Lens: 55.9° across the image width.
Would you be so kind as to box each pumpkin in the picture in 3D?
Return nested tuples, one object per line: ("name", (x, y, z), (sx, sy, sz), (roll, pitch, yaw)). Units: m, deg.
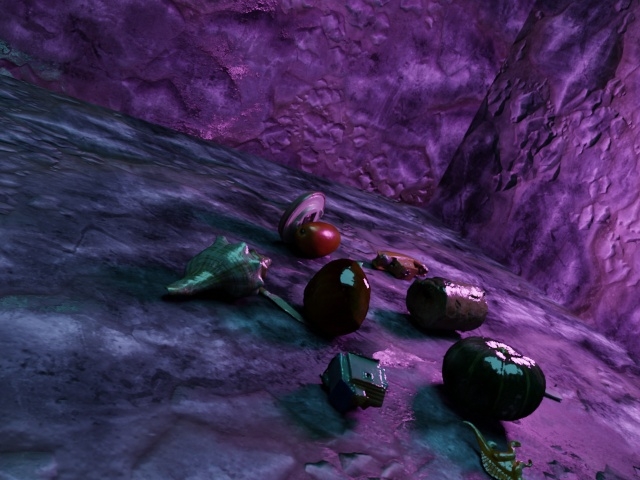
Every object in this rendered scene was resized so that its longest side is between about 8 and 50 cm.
("pumpkin", (0.494, 0.401, 1.743), (0.300, 0.207, 0.300), (13, 8, -2))

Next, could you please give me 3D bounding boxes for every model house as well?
("model house", (0.086, 0.359, 1.429), (0.148, 0.119, 0.148), (23, 26, -16))

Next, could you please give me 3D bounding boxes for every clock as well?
("clock", (-0.067, -0.088, 2.350), (0.056, 0.244, 0.244), (42, 21, 22))

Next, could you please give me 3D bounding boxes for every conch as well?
("conch", (-0.276, 0.072, 1.678), (0.203, 0.169, 0.386), (6, -2, 40))

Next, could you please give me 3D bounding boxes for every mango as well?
("mango", (0.002, -0.005, 2.370), (0.129, 0.146, 0.289), (30, 16, 23))

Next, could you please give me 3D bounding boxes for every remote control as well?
("remote control", (0.766, 0.514, 2.114), (0.184, 0.027, 0.050), (23, 16, -13))

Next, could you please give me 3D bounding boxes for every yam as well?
("yam", (0.460, 0.237, 2.222), (0.300, 0.195, 0.195), (13, 20, -42))

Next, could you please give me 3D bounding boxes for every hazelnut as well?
("hazelnut", (0.048, 0.171, 1.809), (0.217, 0.217, 0.251), (23, 40, -11))

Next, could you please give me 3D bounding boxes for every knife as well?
("knife", (-0.144, 0.171, 1.820), (0.298, 0.017, 0.047), (33, 11, 24))

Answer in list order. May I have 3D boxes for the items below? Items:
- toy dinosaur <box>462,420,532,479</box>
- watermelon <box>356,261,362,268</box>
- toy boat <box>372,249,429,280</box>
("toy dinosaur", (0.435, 0.546, 1.487), (0.212, 0.057, 0.142), (19, 32, 18))
("watermelon", (0.111, 0.132, 2.189), (0.098, 0.121, 0.158), (9, 4, 23))
("toy boat", (0.363, 0.115, 2.659), (0.321, 0.089, 0.121), (15, 25, -39))
